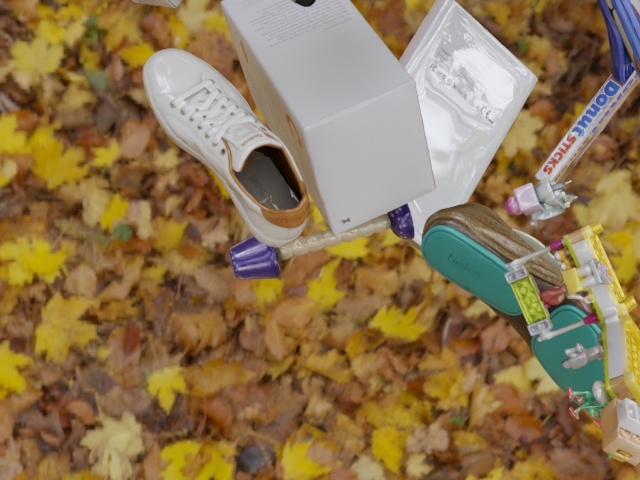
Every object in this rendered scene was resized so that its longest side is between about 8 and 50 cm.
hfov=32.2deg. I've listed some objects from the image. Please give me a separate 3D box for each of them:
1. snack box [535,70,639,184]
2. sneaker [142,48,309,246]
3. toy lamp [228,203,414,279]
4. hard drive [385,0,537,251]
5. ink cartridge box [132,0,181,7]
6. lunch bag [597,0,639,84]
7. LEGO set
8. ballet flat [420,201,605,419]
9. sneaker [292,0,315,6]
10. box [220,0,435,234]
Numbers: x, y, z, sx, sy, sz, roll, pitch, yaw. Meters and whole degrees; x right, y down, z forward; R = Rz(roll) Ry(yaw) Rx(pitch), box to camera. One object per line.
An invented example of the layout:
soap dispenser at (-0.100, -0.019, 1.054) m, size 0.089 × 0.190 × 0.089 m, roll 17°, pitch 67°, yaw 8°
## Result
snack box at (0.303, -0.134, 1.227) m, size 0.022 × 0.064 × 0.178 m, roll 39°, pitch 100°, yaw 18°
sneaker at (-0.104, -0.133, 1.330) m, size 0.106 × 0.123 × 0.290 m, roll -38°, pitch 83°, yaw -21°
toy lamp at (0.000, 0.000, 1.659) m, size 0.275 × 0.080 × 0.080 m, roll -14°, pitch 60°, yaw -5°
hard drive at (0.188, -0.182, 1.803) m, size 0.233 × 0.047 × 0.353 m, roll 35°, pitch 81°, yaw -29°
ink cartridge box at (-0.171, -0.501, 1.749) m, size 0.261 × 0.066 × 0.296 m, roll 20°, pitch 73°, yaw 50°
lunch bag at (0.288, -0.215, 0.740) m, size 0.303 × 0.243 × 0.115 m, roll 65°, pitch 18°, yaw -7°
LEGO set at (0.239, 0.088, 1.059) m, size 0.132 × 0.107 × 0.287 m, roll 24°, pitch 47°, yaw -52°
ballet flat at (0.271, 0.071, 1.309) m, size 0.342 × 0.116 × 0.124 m, roll 40°, pitch 43°, yaw 10°
sneaker at (-0.032, -0.404, 1.301) m, size 0.147 × 0.384 × 0.145 m, roll 29°, pitch 79°, yaw 6°
box at (0.008, -0.214, 1.618) m, size 0.168 × 0.215 × 0.345 m, roll -24°, pitch 47°, yaw -6°
